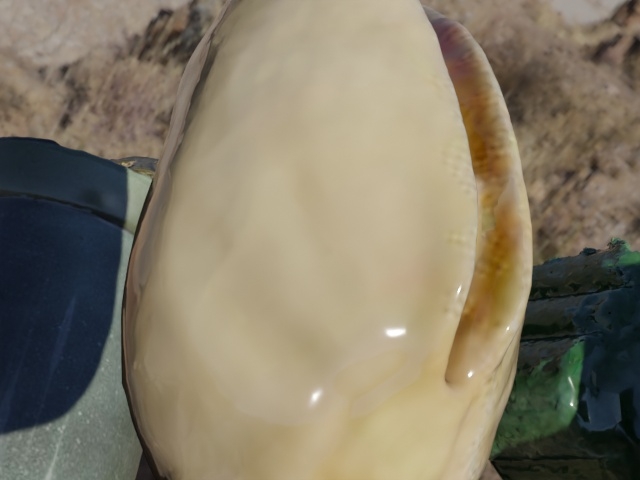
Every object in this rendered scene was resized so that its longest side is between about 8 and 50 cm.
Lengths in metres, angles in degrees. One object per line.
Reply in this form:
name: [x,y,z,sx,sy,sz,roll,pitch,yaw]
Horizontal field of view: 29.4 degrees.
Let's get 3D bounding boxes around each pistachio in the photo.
pistachio: [0.000,0.000,0.392,0.126,0.152,0.223,26,56,-34]

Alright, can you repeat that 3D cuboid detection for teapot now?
teapot: [-0.215,0.115,0.713,0.270,0.200,0.337,31,51,-29]

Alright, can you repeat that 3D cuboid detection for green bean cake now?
green bean cake: [0.292,0.133,1.004,0.308,0.169,0.300,53,54,-17]

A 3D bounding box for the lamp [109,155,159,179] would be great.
lamp: [-0.154,0.040,1.029,0.227,0.227,0.227,23,38,-19]
